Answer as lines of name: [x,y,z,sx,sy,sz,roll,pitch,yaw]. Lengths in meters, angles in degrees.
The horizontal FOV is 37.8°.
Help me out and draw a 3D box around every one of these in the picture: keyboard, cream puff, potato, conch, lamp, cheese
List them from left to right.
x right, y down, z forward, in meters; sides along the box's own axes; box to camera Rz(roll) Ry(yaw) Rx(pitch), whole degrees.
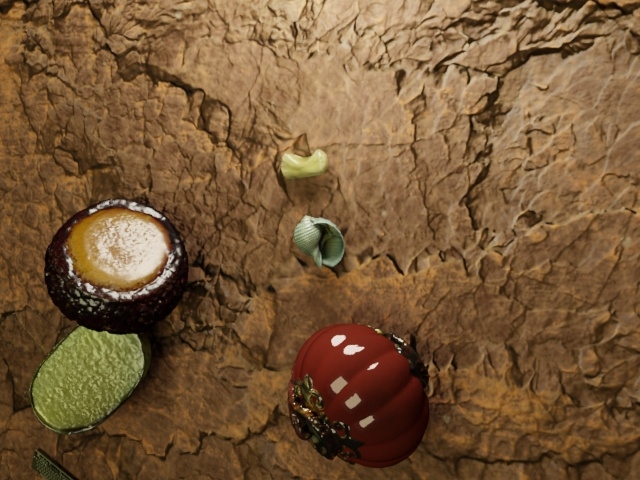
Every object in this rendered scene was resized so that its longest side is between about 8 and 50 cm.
keyboard: [-0.532,0.472,1.875,0.129,0.015,0.049,31,114,21]
potato: [-0.401,0.236,1.699,0.160,0.111,0.271,46,105,6]
cream puff: [-0.341,0.052,1.568,0.239,0.239,0.165,40,146,17]
cheese: [-0.024,-0.120,1.460,0.083,0.030,0.044,-6,103,36]
conch: [0.000,-0.003,1.456,0.076,0.056,0.085,-19,121,15]
lamp: [0.054,0.232,1.378,0.227,0.227,0.227,6,103,29]
